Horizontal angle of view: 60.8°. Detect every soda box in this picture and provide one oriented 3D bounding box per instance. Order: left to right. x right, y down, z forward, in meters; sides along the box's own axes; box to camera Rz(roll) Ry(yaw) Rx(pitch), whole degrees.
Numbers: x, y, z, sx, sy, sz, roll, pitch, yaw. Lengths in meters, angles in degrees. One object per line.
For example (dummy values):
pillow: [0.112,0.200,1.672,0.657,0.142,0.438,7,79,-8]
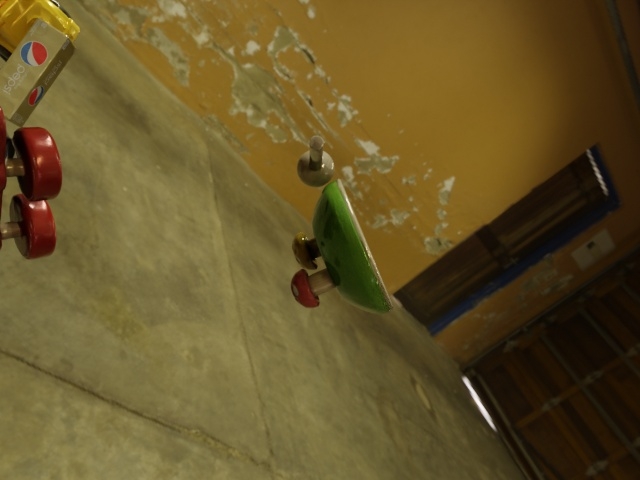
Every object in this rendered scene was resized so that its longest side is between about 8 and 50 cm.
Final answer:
soda box: [-0.517,-0.296,0.969,0.061,0.181,0.058,32,-7,-7]

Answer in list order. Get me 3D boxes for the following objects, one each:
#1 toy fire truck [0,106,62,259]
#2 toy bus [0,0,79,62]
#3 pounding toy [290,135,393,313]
toy fire truck: [-0.491,-0.108,0.751,0.169,0.302,0.254,-16,59,-41]
toy bus: [-0.611,-0.450,1.026,0.220,0.149,0.211,32,-11,20]
pounding toy: [0.000,0.000,0.706,0.183,0.110,0.237,-53,120,-85]
